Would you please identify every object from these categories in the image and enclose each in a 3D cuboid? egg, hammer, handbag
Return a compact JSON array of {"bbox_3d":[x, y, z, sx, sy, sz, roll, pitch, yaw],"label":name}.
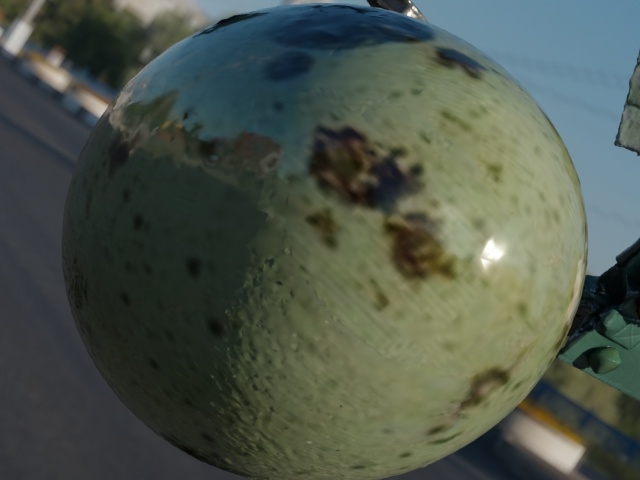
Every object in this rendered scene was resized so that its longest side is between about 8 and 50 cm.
[{"bbox_3d":[0.000,0.000,1.102,0.288,0.287,0.379,33,-23,-16],"label":"egg"},{"bbox_3d":[0.054,-0.190,1.886,0.111,0.033,0.287,42,-14,5],"label":"hammer"},{"bbox_3d":[0.398,0.071,1.899,0.274,0.269,0.100,23,38,-48],"label":"handbag"}]

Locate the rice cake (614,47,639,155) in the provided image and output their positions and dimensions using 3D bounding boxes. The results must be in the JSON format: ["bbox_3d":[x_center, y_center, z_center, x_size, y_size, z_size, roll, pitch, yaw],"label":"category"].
[{"bbox_3d":[0.345,-0.119,1.504,0.198,0.189,0.037,18,11,25],"label":"rice cake"}]
